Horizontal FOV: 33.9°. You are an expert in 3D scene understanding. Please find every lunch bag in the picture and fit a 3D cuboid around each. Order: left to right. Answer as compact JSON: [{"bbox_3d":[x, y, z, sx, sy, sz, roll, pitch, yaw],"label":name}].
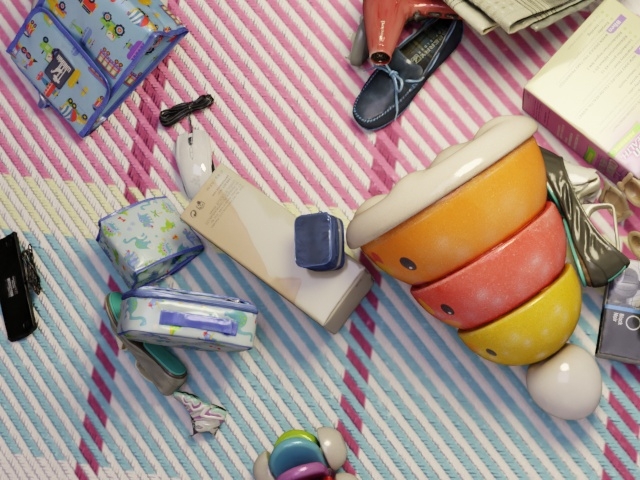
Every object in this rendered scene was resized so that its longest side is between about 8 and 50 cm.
[{"bbox_3d":[-0.426,-0.351,1.907,0.221,0.138,0.293,46,113,2],"label":"lunch bag"},{"bbox_3d":[-0.299,0.000,1.844,0.151,0.096,0.129,-30,73,-28],"label":"lunch bag"},{"bbox_3d":[-0.218,0.132,1.733,0.218,0.176,0.090,9,81,-17],"label":"lunch bag"},{"bbox_3d":[0.000,0.000,1.661,0.067,0.065,0.099,-5,78,24],"label":"lunch bag"}]

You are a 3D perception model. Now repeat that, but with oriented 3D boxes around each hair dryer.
[{"bbox_3d":[0.176,-0.404,1.770,0.293,0.080,0.223,-43,59,-15],"label":"hair dryer"}]

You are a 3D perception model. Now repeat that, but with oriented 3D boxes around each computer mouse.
[{"bbox_3d":[-0.228,-0.166,1.890,0.106,0.042,0.193,-14,76,5],"label":"computer mouse"}]

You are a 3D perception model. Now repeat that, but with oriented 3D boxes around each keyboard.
[{"bbox_3d":[-0.542,0.081,1.904,0.100,0.038,0.192,-23,76,28],"label":"keyboard"}]

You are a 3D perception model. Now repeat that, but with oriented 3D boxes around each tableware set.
[{"bbox_3d":[0.514,-0.035,1.694,0.020,0.141,0.169,-29,79,-17],"label":"tableware set"}]

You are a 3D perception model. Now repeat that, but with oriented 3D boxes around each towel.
[{"bbox_3d":[0.319,-0.465,1.762,0.312,0.056,0.324,-25,53,-25],"label":"towel"}]

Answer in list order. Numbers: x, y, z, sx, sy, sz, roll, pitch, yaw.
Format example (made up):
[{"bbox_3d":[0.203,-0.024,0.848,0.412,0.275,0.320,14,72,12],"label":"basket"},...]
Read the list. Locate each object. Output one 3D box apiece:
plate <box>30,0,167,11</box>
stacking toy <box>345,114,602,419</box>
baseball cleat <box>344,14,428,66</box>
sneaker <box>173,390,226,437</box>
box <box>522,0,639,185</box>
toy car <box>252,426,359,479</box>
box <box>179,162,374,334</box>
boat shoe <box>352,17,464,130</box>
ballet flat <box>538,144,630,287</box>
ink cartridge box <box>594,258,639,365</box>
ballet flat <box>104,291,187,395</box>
[{"bbox_3d":[-0.423,-0.498,1.991,0.277,0.045,0.278,2,79,10],"label":"plate"},{"bbox_3d":[0.296,0.076,1.652,0.350,0.350,0.480,-33,90,1],"label":"stacking toy"},{"bbox_3d":[0.128,-0.392,1.863,0.109,0.072,0.206,24,84,14],"label":"baseball cleat"},{"bbox_3d":[-0.216,0.302,1.788,0.098,0.038,0.069,25,89,-1],"label":"sneaker"},{"bbox_3d":[0.498,-0.240,1.747,0.243,0.117,0.213,42,87,15],"label":"box"},{"bbox_3d":[-0.024,0.392,1.693,0.159,0.136,0.182,-23,76,5],"label":"toy car"},{"bbox_3d":[-0.070,0.016,1.775,0.311,0.148,0.121,36,86,16],"label":"box"},{"bbox_3d":[0.143,-0.310,1.834,0.109,0.089,0.258,36,86,14],"label":"boat shoe"},{"bbox_3d":[0.426,-0.053,1.719,0.096,0.095,0.281,-23,65,10],"label":"ballet flat"},{"bbox_3d":[0.619,0.135,1.678,0.332,0.065,0.165,9,79,10],"label":"ink cartridge box"},{"bbox_3d":[-0.317,0.184,1.824,0.213,0.072,0.068,46,119,17],"label":"ballet flat"}]
